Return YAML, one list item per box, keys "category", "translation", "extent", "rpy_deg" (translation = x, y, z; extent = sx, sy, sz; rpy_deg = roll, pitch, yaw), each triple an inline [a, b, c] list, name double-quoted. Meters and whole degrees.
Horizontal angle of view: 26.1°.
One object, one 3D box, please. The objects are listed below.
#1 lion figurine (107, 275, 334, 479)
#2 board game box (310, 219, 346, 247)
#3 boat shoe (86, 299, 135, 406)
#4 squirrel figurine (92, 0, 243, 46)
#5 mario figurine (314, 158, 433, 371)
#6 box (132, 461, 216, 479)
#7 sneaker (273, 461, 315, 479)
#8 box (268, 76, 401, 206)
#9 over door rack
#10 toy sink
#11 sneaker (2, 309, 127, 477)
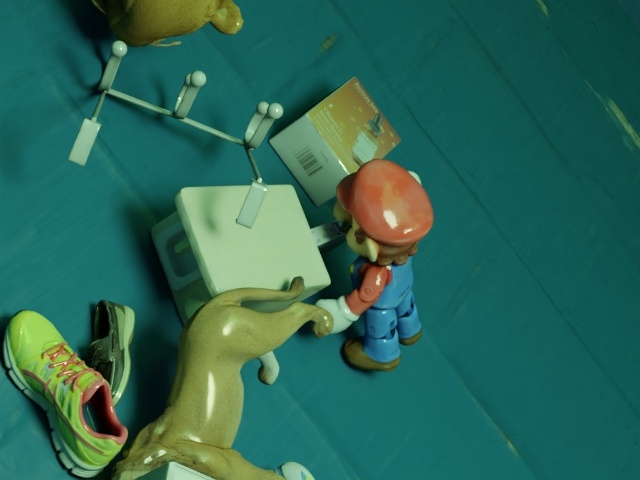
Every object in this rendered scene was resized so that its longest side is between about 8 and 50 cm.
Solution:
- category: "lion figurine"
  translation: [-0.130, 0.195, 1.642]
  extent: [0.240, 0.142, 0.392]
  rpy_deg: [26, 65, -41]
- category: "board game box"
  translation: [0.000, 0.000, 1.990]
  extent: [0.154, 0.103, 0.026]
  rpy_deg: [-22, 82, -52]
- category: "boat shoe"
  translation: [-0.259, 0.137, 1.665]
  extent: [0.049, 0.056, 0.152]
  rpy_deg: [27, 38, -27]
- category: "squirrel figurine"
  translation: [-0.173, -0.450, 1.867]
  extent: [0.281, 0.397, 0.370]
  rpy_deg: [39, 29, -33]
- category: "mario figurine"
  translation: [0.068, 0.019, 1.936]
  extent: [0.170, 0.320, 0.198]
  rpy_deg: [-3, 38, -1]
- category: "box"
  translation: [-0.196, 0.342, 1.381]
  extent: [0.148, 0.311, 0.121]
  rpy_deg: [31, 46, -30]
- category: "sneaker"
  translation: [-0.060, 0.379, 1.682]
  extent: [0.126, 0.091, 0.240]
  rpy_deg: [19, 53, -38]
- category: "box"
  translation: [0.024, -0.154, 2.130]
  extent: [0.130, 0.091, 0.170]
  rpy_deg: [53, 39, -6]
- category: "over door rack"
  translation: [-0.175, -0.156, 1.769]
  extent: [0.240, 0.108, 0.324]
  rpy_deg: [20, 22, -11]
- category: "toy sink"
  translation: [-0.125, 0.023, 1.820]
  extent: [0.234, 0.131, 0.152]
  rpy_deg: [-6, 70, -53]
- category: "sneaker"
  translation: [-0.284, 0.164, 1.583]
  extent: [0.081, 0.094, 0.208]
  rpy_deg: [-30, 87, -50]
